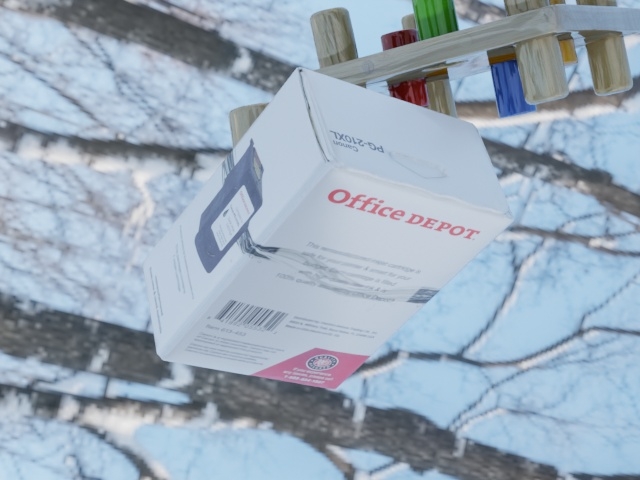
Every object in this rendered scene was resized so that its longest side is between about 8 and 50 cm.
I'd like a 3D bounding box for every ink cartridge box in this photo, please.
[{"bbox_3d":[0.000,0.000,1.010,0.237,0.172,0.100,-47,-137,36],"label":"ink cartridge box"}]

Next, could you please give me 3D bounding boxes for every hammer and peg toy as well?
[{"bbox_3d":[0.098,-0.164,1.249,0.361,0.266,0.127,-11,-88,32],"label":"hammer and peg toy"}]
